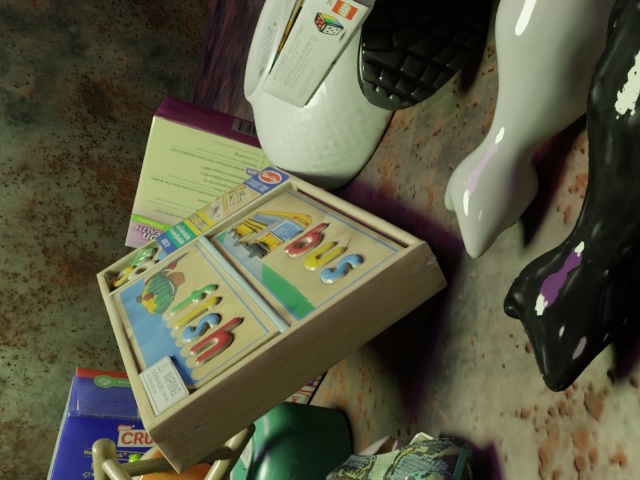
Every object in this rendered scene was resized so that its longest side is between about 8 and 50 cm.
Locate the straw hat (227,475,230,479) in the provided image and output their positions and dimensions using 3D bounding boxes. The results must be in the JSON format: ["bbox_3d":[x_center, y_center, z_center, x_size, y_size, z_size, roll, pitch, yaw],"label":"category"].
[{"bbox_3d":[-0.086,0.318,0.854,0.144,0.061,0.144,13,-90,-69],"label":"straw hat"}]

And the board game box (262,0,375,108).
[{"bbox_3d":[0.034,-0.300,0.659,0.193,0.053,0.305,142,147,-67],"label":"board game box"}]

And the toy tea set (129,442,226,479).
[{"bbox_3d":[-0.196,0.372,0.942,0.200,0.124,0.336,-33,-36,-64],"label":"toy tea set"}]

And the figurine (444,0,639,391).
[{"bbox_3d":[0.145,-0.053,0.414,0.215,0.092,0.209,-105,29,-56],"label":"figurine"}]

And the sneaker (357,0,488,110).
[{"bbox_3d":[0.100,-0.246,0.670,0.124,0.107,0.283,159,131,-75],"label":"sneaker"}]

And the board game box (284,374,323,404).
[{"bbox_3d":[-0.051,0.145,0.904,0.193,0.045,0.146,-101,30,-52],"label":"board game box"}]

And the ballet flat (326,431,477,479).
[{"bbox_3d":[0.063,0.184,0.541,0.188,0.070,0.070,145,135,-61],"label":"ballet flat"}]

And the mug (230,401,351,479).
[{"bbox_3d":[-0.043,0.243,0.728,0.129,0.097,0.157,-96,27,-45],"label":"mug"}]

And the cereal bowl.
[{"bbox_3d":[-0.008,-0.243,0.897,0.339,0.141,0.338,-166,90,-71],"label":"cereal bowl"}]

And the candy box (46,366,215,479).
[{"bbox_3d":[-0.293,0.371,1.108,0.122,0.268,0.317,-116,43,-57],"label":"candy box"}]

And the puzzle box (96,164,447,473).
[{"bbox_3d":[-0.086,0.039,0.723,0.052,0.272,0.409,62,167,-24],"label":"puzzle box"}]

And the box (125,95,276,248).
[{"bbox_3d":[-0.193,-0.089,1.172,0.117,0.214,0.242,-92,19,-63],"label":"box"}]

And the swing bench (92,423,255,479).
[{"bbox_3d":[-0.085,0.325,0.553,0.253,0.165,0.254,28,106,43],"label":"swing bench"}]
